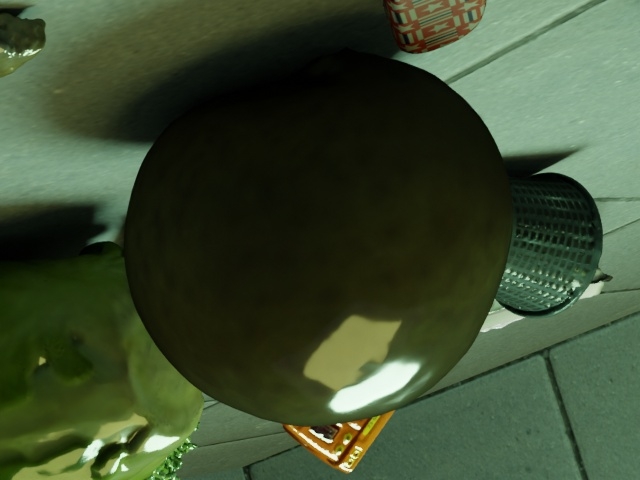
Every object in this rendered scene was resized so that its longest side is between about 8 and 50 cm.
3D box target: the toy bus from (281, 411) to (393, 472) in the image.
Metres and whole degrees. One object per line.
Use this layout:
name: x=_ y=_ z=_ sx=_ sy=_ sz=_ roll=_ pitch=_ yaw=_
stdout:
toy bus: x=-0.053 y=0.098 z=1.748 sx=0.153 sy=0.329 sz=0.143 roll=35 pitch=91 yaw=-41

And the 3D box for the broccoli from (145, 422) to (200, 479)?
broccoli: x=-0.308 y=0.249 z=2.013 sx=0.249 sy=0.301 sz=0.375 roll=12 pitch=179 yaw=-42

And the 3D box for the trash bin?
trash bin: x=0.209 y=-0.006 z=1.919 sx=0.175 sy=0.175 sz=0.161 roll=-26 pitch=154 yaw=37

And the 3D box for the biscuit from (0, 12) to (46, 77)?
biscuit: x=-0.304 y=-0.101 z=1.039 sx=0.250 sy=0.032 sz=0.133 roll=-7 pitch=164 yaw=-40

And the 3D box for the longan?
longan: x=0.000 y=0.000 z=1.350 sx=0.319 sy=0.318 sz=0.319 roll=-16 pitch=168 yaw=-4

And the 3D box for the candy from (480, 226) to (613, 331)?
candy: x=0.258 y=0.051 z=2.311 sx=0.265 sy=0.115 sz=0.155 roll=-18 pitch=169 yaw=1

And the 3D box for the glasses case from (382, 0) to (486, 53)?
glasses case: x=0.076 y=-0.181 z=1.159 sx=0.073 sy=0.049 sz=0.194 roll=-19 pitch=168 yaw=2

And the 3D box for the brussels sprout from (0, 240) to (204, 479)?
brussels sprout: x=-0.298 y=0.157 z=1.623 sx=0.371 sy=0.275 sz=0.315 roll=-21 pitch=168 yaw=42
